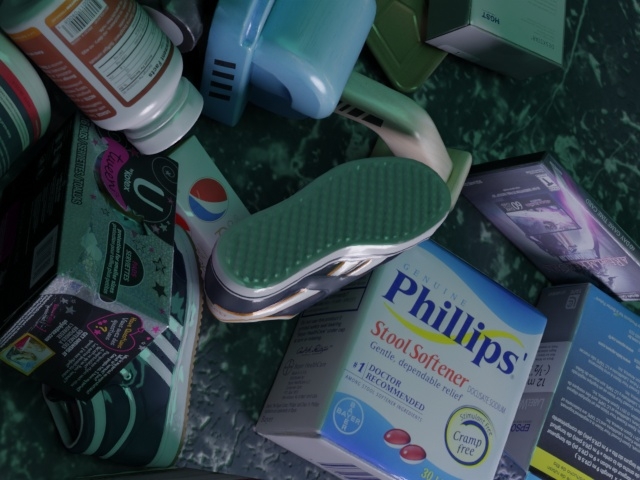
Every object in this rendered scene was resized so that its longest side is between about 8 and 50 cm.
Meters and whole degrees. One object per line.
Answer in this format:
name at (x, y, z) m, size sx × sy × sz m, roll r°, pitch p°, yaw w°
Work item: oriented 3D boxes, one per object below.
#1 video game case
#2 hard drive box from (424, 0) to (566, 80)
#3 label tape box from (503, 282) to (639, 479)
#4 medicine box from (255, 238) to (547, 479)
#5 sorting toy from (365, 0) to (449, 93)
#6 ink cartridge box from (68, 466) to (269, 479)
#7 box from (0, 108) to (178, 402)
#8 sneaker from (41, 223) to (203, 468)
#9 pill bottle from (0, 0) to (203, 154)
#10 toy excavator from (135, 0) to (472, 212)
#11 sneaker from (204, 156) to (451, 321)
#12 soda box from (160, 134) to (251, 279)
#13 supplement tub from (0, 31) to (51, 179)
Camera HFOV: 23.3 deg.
video game case at (0.320, -0.011, 2.062) m, size 0.274 × 0.196 × 0.026 m, roll 44°, pitch 65°, yaw -21°
hard drive box at (0.242, -0.356, 2.091) m, size 0.181 × 0.089 × 0.232 m, roll 18°, pitch 70°, yaw -36°
label tape box at (0.366, 0.267, 2.108) m, size 0.249 × 0.115 × 0.347 m, roll 32°, pitch 71°, yaw -25°
medicine box at (0.104, 0.165, 1.929) m, size 0.263 × 0.149 × 0.289 m, roll 32°, pitch 68°, yaw -26°
sorting toy at (0.123, -0.369, 2.082) m, size 0.229 × 0.041 × 0.307 m, roll 53°, pitch 54°, yaw -19°
ink cartridge box at (-0.164, 0.304, 1.696) m, size 0.159 × 0.218 × 0.092 m, roll -1°, pitch 90°, yaw -33°
box at (-0.250, 0.015, 1.655) m, size 0.142 × 0.163 × 0.247 m, roll 28°, pitch 38°, yaw -28°
sneaker at (-0.225, 0.113, 1.754) m, size 0.153 × 0.099 × 0.282 m, roll 8°, pitch 82°, yaw -34°
pill bottle at (-0.223, -0.194, 1.624) m, size 0.216 × 0.121 × 0.121 m, roll 48°, pitch 61°, yaw -31°
toy excavator at (-0.007, -0.201, 1.841) m, size 0.445 × 0.433 × 0.222 m, roll 24°, pitch 68°, yaw 2°
sneaker at (0.000, 0.000, 1.807) m, size 0.321 × 0.127 × 0.126 m, roll -20°, pitch 70°, yaw -29°
soda box at (-0.129, -0.016, 1.850) m, size 0.074 × 0.069 × 0.216 m, roll -43°, pitch 106°, yaw -29°
supplement tub at (-0.427, -0.096, 1.596) m, size 0.191 × 0.191 × 0.272 m, roll 48°, pitch 61°, yaw -19°
